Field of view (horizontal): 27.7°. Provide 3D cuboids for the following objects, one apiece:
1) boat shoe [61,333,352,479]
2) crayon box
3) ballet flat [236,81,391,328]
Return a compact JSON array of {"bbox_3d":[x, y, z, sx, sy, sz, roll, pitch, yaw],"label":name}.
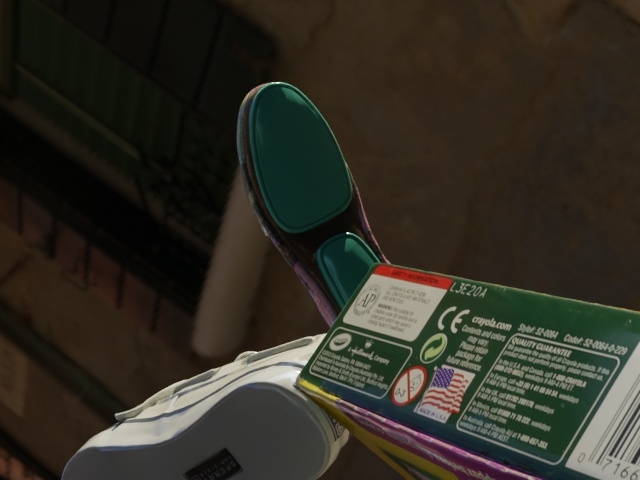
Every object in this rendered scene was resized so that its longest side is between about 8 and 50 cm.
[{"bbox_3d":[-0.083,0.163,1.142,0.367,0.136,0.156,-35,4,42],"label":"boat shoe"},{"bbox_3d":[0.198,0.158,0.705,0.106,0.313,0.363,-55,26,-13],"label":"crayon box"},{"bbox_3d":[0.000,0.000,0.888,0.077,0.221,0.079,-26,-11,-21],"label":"ballet flat"}]
